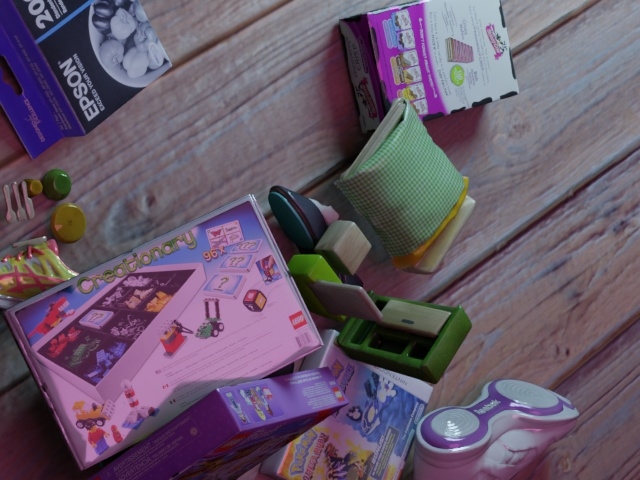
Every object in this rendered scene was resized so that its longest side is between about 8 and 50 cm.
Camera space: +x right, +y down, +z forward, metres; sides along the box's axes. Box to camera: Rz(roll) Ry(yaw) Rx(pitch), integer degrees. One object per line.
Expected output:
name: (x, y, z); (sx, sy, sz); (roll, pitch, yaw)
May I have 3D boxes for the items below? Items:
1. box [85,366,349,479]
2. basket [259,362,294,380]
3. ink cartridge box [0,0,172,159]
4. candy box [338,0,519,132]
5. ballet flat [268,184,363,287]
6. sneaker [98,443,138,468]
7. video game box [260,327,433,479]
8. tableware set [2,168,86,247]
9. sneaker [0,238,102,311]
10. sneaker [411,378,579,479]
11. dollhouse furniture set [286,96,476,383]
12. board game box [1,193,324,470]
box: (-0.111, 0.228, 1.880); (0.057, 0.201, 0.293); (59, 20, 12)
basket: (-0.180, 0.138, 1.926); (0.227, 0.204, 0.154); (-32, 144, -23)
ink cartridge box: (-0.294, -0.231, 1.903); (0.208, 0.045, 0.206); (-43, 123, -27)
candy box: (0.147, -0.246, 2.216); (0.233, 0.071, 0.159); (-17, 100, -33)
ballet flat: (0.000, 0.000, 2.111); (0.074, 0.074, 0.203); (-42, 118, -28)
sneaker: (-0.224, 0.320, 1.963); (0.076, 0.065, 0.166); (-10, 92, -19)
video game box: (0.037, 0.244, 2.147); (0.187, 0.048, 0.205); (30, 72, -28)
tableware set: (-0.317, -0.002, 1.917); (0.104, 0.024, 0.154); (-16, 97, -37)
sneaker: (-0.331, 0.039, 1.849); (0.209, 0.081, 0.094); (16, 86, -15)
sneaker: (0.230, 0.282, 2.265); (0.305, 0.114, 0.152); (-12, 124, -40)
dollhouse furniture set: (0.120, -0.007, 2.070); (0.301, 0.151, 0.197); (-56, 132, -24)
board game box: (-0.172, 0.098, 1.825); (0.305, 0.053, 0.193); (-26, 94, -17)
